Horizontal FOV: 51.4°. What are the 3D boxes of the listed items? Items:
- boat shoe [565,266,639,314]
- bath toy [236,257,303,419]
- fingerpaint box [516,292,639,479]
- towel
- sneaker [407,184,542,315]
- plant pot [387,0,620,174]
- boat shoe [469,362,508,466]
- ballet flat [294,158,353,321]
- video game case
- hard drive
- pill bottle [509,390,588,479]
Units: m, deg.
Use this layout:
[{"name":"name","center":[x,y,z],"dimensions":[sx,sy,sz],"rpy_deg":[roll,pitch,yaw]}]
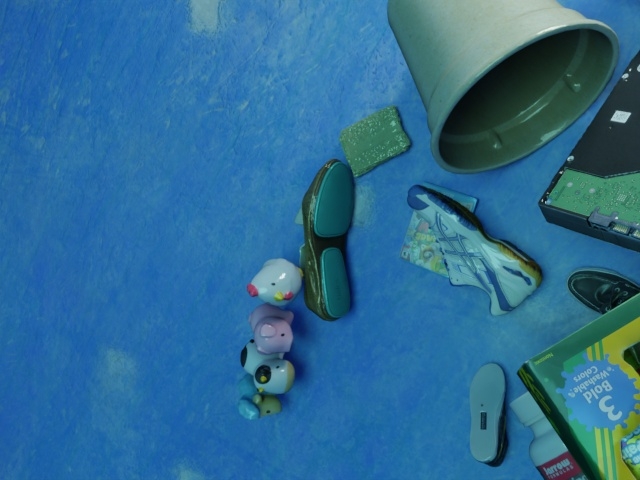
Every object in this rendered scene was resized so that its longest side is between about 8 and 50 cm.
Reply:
[{"name":"boat shoe","center":[0.518,0.113,1.115],"dimensions":[0.228,0.076,0.080],"rpy_deg":[33,106,27]},{"name":"bath toy","center":[-0.113,0.209,1.420],"dimensions":[0.151,0.129,0.348],"rpy_deg":[24,117,31]},{"name":"fingerpaint box","center":[0.574,0.223,0.930],"dimensions":[0.444,0.163,0.371],"rpy_deg":[-31,70,2]},{"name":"towel","center":[0.111,-0.208,1.387],"dimensions":[0.148,0.027,0.110],"rpy_deg":[-27,76,29]},{"name":"sneaker","center":[0.259,0.019,1.237],"dimensions":[0.296,0.112,0.131],"rpy_deg":[42,113,17]},{"name":"plant pot","center":[0.274,-0.336,1.146],"dimensions":[0.334,0.334,0.305],"rpy_deg":[-40,60,25]},{"name":"boat shoe","center":[0.318,0.329,1.249],"dimensions":[0.065,0.083,0.183],"rpy_deg":[-1,63,31]},{"name":"ballet flat","center":[0.000,0.000,1.422],"dimensions":[0.124,0.116,0.342],"rpy_deg":[1,95,50]},{"name":"video game case","center":[0.233,-0.021,1.321],"dimensions":[0.119,0.015,0.166],"rpy_deg":[22,101,29]},{"name":"hard drive","center":[0.522,-0.140,1.008],"dimensions":[0.237,0.064,0.339],"rpy_deg":[25,74,45]},{"name":"pill bottle","center":[0.459,0.372,1.092],"dimensions":[0.176,0.176,0.318],"rpy_deg":[-43,68,24]}]
